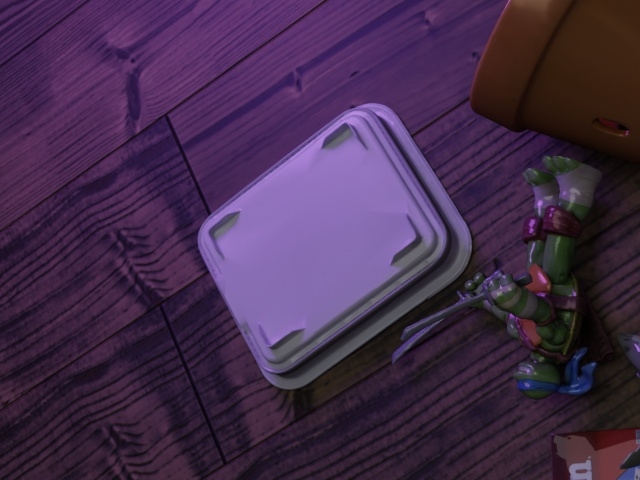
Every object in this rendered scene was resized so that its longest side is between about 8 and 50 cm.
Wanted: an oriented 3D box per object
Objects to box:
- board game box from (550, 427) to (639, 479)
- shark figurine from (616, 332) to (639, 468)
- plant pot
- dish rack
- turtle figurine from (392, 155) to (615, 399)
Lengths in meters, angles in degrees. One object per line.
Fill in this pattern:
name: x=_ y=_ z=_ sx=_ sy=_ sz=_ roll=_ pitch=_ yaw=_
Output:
board game box: x=0.333 y=0.352 z=1.614 sx=0.145 sy=0.027 sz=0.281 roll=-8 pitch=72 yaw=26
shark figurine: x=0.387 y=0.192 z=1.540 sx=0.166 sy=0.278 sz=0.116 roll=22 pitch=105 yaw=4
plant pot: x=0.333 y=-0.222 z=1.649 sx=0.203 sy=0.291 sz=0.291 roll=33 pitch=92 yaw=14
dish rack: x=0.000 y=0.000 z=1.863 sx=0.333 sy=0.072 sz=0.285 roll=-37 pitch=63 yaw=15
turtle figurine: x=0.210 y=0.033 z=1.671 sx=0.274 sy=0.198 sz=0.266 roll=12 pitch=78 yaw=26
